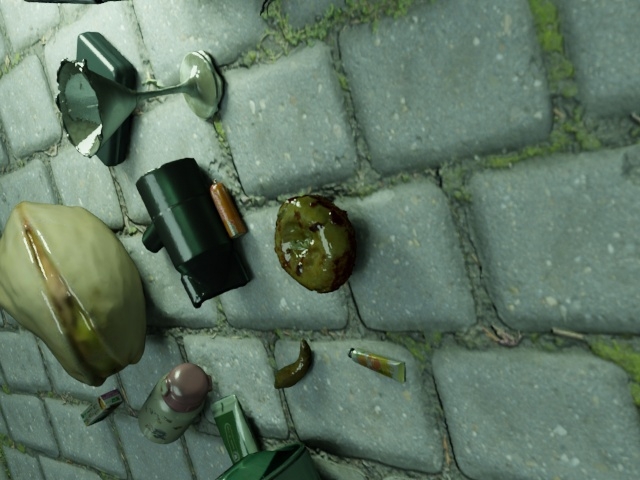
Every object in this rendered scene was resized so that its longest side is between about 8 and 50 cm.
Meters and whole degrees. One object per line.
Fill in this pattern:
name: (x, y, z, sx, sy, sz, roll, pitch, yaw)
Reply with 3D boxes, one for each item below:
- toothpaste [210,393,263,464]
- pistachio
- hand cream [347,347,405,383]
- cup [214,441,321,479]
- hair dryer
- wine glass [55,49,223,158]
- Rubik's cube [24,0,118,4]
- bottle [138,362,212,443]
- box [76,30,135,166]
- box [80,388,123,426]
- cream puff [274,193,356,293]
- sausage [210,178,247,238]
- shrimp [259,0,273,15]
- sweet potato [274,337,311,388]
toothpaste: (-0.111, 0.484, 1.552, 0.098, 0.061, 0.392, -33, 78, 45)
pistachio: (-0.522, 0.103, 1.693, 0.445, 0.281, 0.365, 54, 168, 30)
hand cream: (0.083, 0.182, 1.204, 0.102, 0.022, 0.035, 17, 115, 40)
cup: (-0.101, 0.584, 1.390, 0.401, 0.310, 0.392, -35, 83, 52)
hair dryer: (-0.256, 0.010, 1.486, 0.244, 0.116, 0.302, 66, 154, 3)
wine glass: (-0.281, -0.227, 1.279, 0.156, 0.232, 0.156, 26, 126, 43)
Rubik's cube: (-0.284, -0.476, 1.148, 0.259, 0.260, 0.255, 17, 118, 43)
bottle: (-0.296, 0.330, 1.661, 0.110, 0.109, 0.233, 56, 142, 16)
box: (-0.426, -0.273, 1.581, 0.160, 0.050, 0.230, 45, 136, 29)
box: (-0.565, 0.434, 2.087, 0.207, 0.049, 0.041, -40, 74, 51)
cream puff: (0.000, 0.000, 1.166, 0.149, 0.084, 0.149, 21, 121, 39)
sausage: (-0.161, -0.055, 1.378, 0.031, 0.031, 0.107, -31, 82, 52)
shrimp: (-0.061, -0.380, 1.076, 0.073, 0.075, 0.190, 23, 142, 4)
sweet potato: (-0.046, 0.219, 1.364, 0.041, 0.038, 0.153, 36, 135, 3)
